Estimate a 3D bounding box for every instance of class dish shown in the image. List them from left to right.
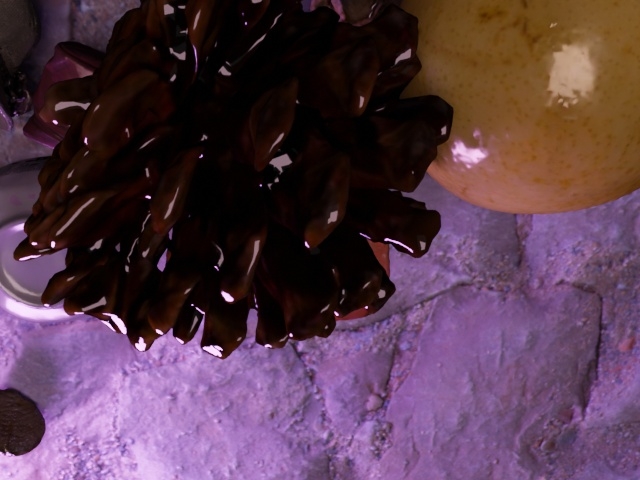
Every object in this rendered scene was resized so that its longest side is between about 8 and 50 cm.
[{"bbox_3d":[-0.368,0.011,0.900,0.256,0.117,0.256,-1,112,-1],"label":"dish"}]

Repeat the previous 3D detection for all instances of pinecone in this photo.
[{"bbox_3d":[-0.063,-0.080,0.598,0.398,0.398,0.397,0,111,-1],"label":"pinecone"}]

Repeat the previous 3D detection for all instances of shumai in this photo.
[{"bbox_3d":[-0.507,0.299,1.028,0.124,0.099,0.087,41,122,-13],"label":"shumai"}]

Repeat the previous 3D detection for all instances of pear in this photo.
[{"bbox_3d":[0.240,-0.191,0.713,0.348,0.348,0.348,0,111,-1],"label":"pear"}]

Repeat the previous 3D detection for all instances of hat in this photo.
[{"bbox_3d":[-0.411,-0.264,0.769,0.130,0.257,0.257,-46,108,-18],"label":"hat"}]

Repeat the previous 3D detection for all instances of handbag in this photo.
[{"bbox_3d":[-0.247,-0.145,0.827,0.225,0.146,0.135,26,105,-13],"label":"handbag"}]

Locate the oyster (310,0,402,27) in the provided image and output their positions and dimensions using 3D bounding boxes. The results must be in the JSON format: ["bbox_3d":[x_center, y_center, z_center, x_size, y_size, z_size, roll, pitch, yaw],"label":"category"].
[{"bbox_3d":[0.076,-0.376,0.777,0.221,0.096,0.361,35,104,-6],"label":"oyster"}]

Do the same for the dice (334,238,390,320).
[{"bbox_3d":[0.000,0.000,0.874,0.174,0.175,0.179,-3,115,-1],"label":"dice"}]
